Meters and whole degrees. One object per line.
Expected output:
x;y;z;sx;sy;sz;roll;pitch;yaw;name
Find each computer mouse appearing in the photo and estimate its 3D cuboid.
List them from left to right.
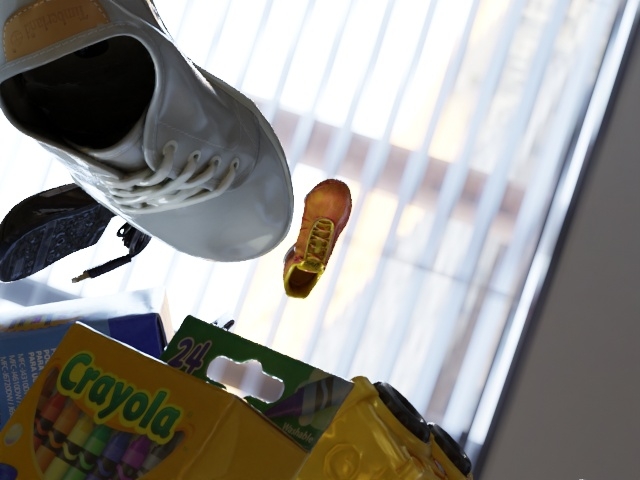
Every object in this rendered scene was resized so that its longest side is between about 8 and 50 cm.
-0.288;-0.009;2.149;0.262;0.060;0.184;-29;-26;-35;computer mouse

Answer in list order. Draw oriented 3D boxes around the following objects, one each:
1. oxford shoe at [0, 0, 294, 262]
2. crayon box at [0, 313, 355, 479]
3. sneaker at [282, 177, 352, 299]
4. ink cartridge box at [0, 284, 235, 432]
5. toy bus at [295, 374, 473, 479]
-0.140;-0.080;1.488;0.449;0.169;0.130;56;-165;-56;oxford shoe
-0.144;0.183;1.208;0.083;0.203;0.323;42;-105;-36;crayon box
0.000;0.000;2.256;0.067;0.064;0.175;-96;19;-49;sneaker
-0.277;0.146;1.884;0.270;0.395;0.151;-135;37;-84;ink cartridge box
0.087;0.264;1.807;0.149;0.211;0.220;-46;-46;4;toy bus
